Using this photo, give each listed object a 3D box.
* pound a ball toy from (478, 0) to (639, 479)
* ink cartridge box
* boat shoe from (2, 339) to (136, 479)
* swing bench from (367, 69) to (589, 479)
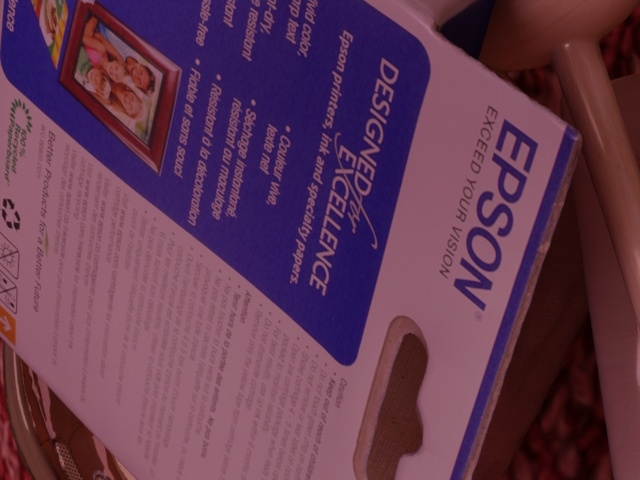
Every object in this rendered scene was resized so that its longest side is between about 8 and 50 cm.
[{"bbox_3d":[0.144,0.046,0.709,0.136,0.208,0.319,-14,83,47],"label":"pound a ball toy"},{"bbox_3d":[-0.027,-0.005,0.732,0.307,0.072,0.303,39,133,30],"label":"ink cartridge box"},{"bbox_3d":[-0.086,0.147,1.051,0.120,0.123,0.324,-18,87,42],"label":"boat shoe"},{"bbox_3d":[0.000,0.000,0.899,0.255,0.165,0.253,43,122,37],"label":"swing bench"}]
